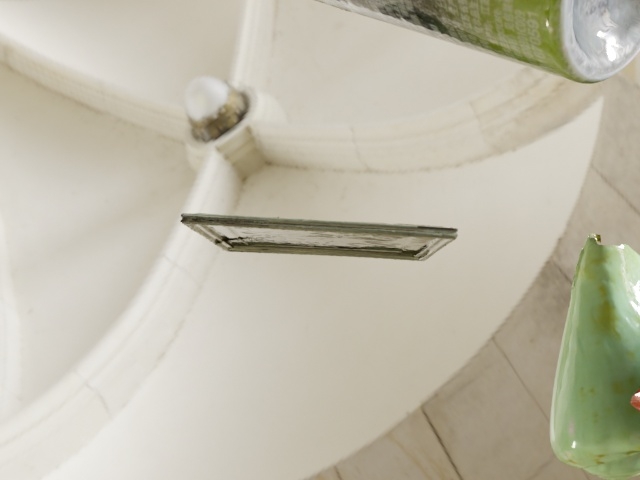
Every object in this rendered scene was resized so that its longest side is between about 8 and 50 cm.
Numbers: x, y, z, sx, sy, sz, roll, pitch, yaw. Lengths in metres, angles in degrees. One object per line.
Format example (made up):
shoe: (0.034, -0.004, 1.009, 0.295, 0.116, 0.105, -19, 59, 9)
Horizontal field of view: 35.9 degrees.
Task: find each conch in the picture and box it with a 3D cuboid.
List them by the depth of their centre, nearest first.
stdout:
conch: (0.317, 0.133, 1.052, 0.137, 0.144, 0.250, 134, -36, -69)

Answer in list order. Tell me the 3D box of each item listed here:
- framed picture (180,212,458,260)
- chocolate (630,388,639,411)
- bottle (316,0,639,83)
framed picture: (0.000, -0.001, 0.705, 0.173, 0.231, 0.010, 3, -94, 2)
chocolate: (0.432, 0.101, 0.845, 0.237, 0.108, 0.235, -43, -167, -19)
bottle: (0.017, -0.169, 0.523, 0.330, 0.093, 0.093, 28, -109, 39)
